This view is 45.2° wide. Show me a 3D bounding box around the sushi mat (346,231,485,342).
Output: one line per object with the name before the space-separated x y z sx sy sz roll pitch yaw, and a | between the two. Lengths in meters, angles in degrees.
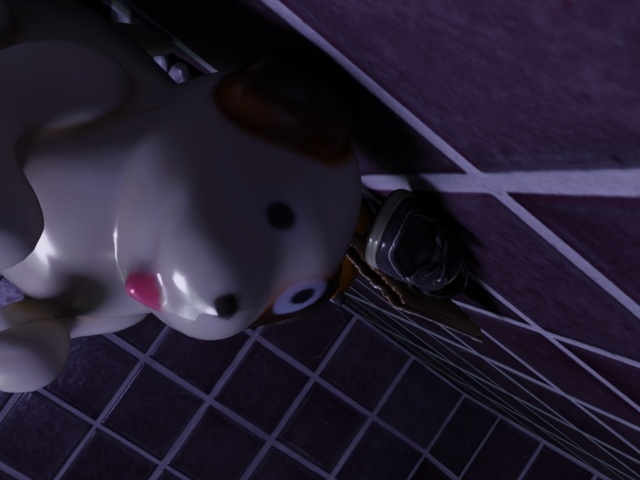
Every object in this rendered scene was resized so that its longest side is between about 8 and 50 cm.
sushi mat | 0.104 0.051 0.917 0.151 0.019 0.316 46 -170 28

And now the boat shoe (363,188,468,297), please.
boat shoe | 0.103 0.011 0.741 0.073 0.080 0.223 27 177 21

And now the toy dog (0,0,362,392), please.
toy dog | -0.166 -0.047 0.639 0.407 0.285 0.395 19 -149 20

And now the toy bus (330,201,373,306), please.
toy bus | 0.000 0.000 1.050 0.130 0.108 0.333 35 174 10

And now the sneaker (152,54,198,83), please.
sneaker | -0.113 -0.104 0.842 0.292 0.118 0.110 30 170 32
